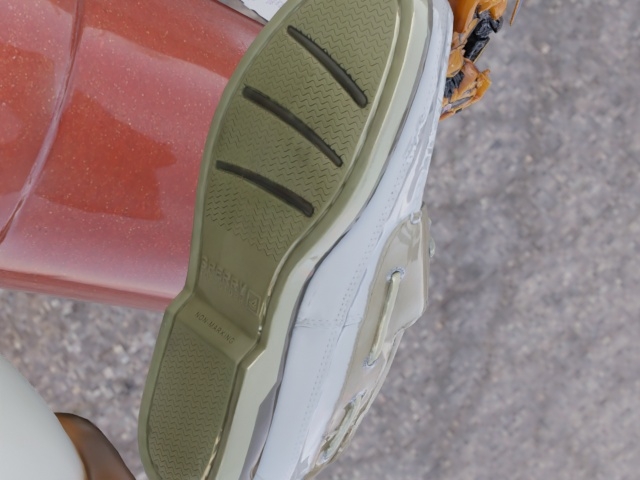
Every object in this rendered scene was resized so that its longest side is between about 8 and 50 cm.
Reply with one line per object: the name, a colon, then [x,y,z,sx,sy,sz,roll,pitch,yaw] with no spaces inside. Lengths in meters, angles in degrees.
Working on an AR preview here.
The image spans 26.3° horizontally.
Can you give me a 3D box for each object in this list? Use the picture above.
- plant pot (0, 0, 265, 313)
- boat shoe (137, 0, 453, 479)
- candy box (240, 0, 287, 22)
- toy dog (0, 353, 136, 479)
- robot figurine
plant pot: [-0.151,-0.073,0.874,0.265,0.272,0.272,17,119,-32]
boat shoe: [0.000,0.000,0.703,0.103,0.113,0.302,3,120,-42]
candy box: [-0.031,-0.303,1.381,0.196,0.070,0.165,36,142,-25]
toy dog: [-0.259,0.113,0.460,0.284,0.408,0.395,50,48,-52]
robot figurine: [0.112,-0.199,1.319,0.211,0.085,0.291,-30,158,-18]
